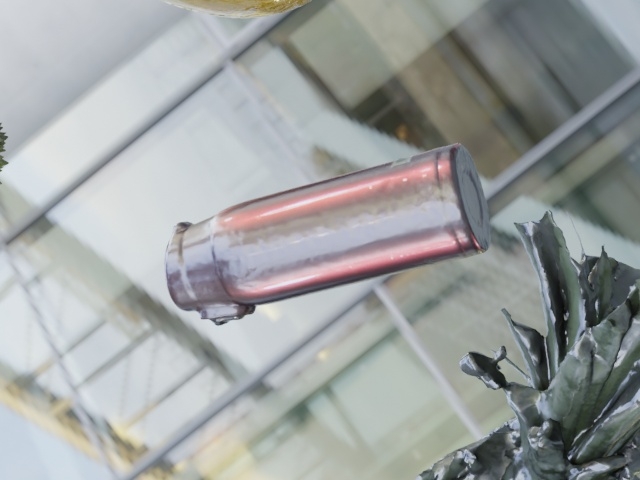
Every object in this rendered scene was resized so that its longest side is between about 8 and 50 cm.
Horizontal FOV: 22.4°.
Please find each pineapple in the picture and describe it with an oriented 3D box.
[{"bbox_3d":[0.105,0.142,0.838,0.165,0.365,0.165,24,-159,-10],"label":"pineapple"}]

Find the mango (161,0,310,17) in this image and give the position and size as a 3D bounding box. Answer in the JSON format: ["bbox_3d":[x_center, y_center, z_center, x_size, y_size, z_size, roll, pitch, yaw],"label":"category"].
[{"bbox_3d":[-0.107,-0.227,1.111,0.316,0.119,0.176,6,-147,-43],"label":"mango"}]

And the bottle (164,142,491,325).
[{"bbox_3d":[0.000,0.000,0.811,0.060,0.164,0.060,-14,-90,-71],"label":"bottle"}]

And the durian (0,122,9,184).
[{"bbox_3d":[-0.423,-0.074,1.515,0.291,0.291,0.225,31,-123,-72],"label":"durian"}]
